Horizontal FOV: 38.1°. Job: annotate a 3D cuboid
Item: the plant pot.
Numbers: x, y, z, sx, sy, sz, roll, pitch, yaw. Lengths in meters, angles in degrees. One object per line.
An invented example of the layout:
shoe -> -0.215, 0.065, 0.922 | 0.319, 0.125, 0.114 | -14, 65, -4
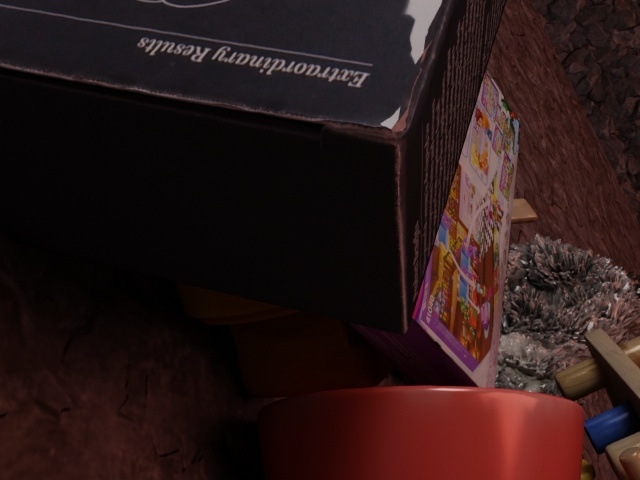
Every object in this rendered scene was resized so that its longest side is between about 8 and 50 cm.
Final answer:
plant pot -> 0.081, 0.259, 0.750 | 0.275, 0.275, 0.243 | 25, 60, -53

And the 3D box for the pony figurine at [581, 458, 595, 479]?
pony figurine -> 0.251, 0.438, 0.879 | 0.351, 0.303, 0.363 | -88, 174, -82

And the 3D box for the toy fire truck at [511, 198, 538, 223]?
toy fire truck -> 0.213, -0.111, 1.387 | 0.246, 0.159, 0.217 | 49, 30, -53

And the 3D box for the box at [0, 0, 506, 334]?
box -> -0.032, -0.179, 0.625 | 0.212, 0.294, 0.395 | 80, 27, -57

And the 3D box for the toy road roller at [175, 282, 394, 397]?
toy road roller -> 0.000, 0.000, 0.858 | 0.329, 0.203, 0.240 | -29, 107, -58

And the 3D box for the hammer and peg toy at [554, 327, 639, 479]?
hammer and peg toy -> 0.360, 0.245, 0.902 | 0.361, 0.127, 0.265 | -92, 157, -77

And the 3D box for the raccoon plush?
raccoon plush -> 0.364, 0.136, 1.177 | 0.299, 0.447, 0.216 | -94, 163, -57

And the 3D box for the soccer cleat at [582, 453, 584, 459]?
soccer cleat -> 0.220, 0.284, 1.049 | 0.072, 0.179, 0.060 | 19, 36, -44

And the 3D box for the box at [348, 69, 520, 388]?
box -> 0.094, -0.039, 0.768 | 0.201, 0.057, 0.293 | 46, 46, -43
